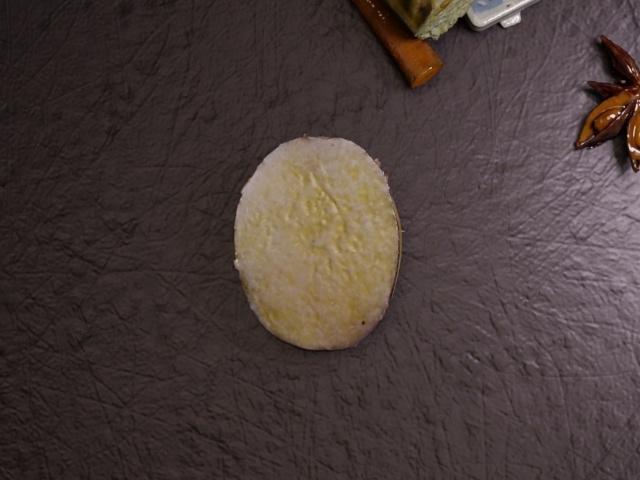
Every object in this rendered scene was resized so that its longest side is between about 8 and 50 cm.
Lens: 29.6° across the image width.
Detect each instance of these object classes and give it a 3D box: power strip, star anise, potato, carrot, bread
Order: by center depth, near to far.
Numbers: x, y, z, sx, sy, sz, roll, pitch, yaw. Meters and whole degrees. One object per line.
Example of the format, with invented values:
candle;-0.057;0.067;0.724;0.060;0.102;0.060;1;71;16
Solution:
bread;0.108;-0.407;1.684;0.130;0.152;0.268;-24;68;-30
potato;0.000;0.000;1.685;0.239;0.116;0.299;-2;96;10
star anise;0.435;-0.172;1.696;0.212;0.053;0.157;39;88;5
carrot;0.092;-0.314;1.736;0.061;0.061;0.210;-37;79;0
power strip;0.215;-0.430;1.741;0.118;0.046;0.270;-28;83;2
